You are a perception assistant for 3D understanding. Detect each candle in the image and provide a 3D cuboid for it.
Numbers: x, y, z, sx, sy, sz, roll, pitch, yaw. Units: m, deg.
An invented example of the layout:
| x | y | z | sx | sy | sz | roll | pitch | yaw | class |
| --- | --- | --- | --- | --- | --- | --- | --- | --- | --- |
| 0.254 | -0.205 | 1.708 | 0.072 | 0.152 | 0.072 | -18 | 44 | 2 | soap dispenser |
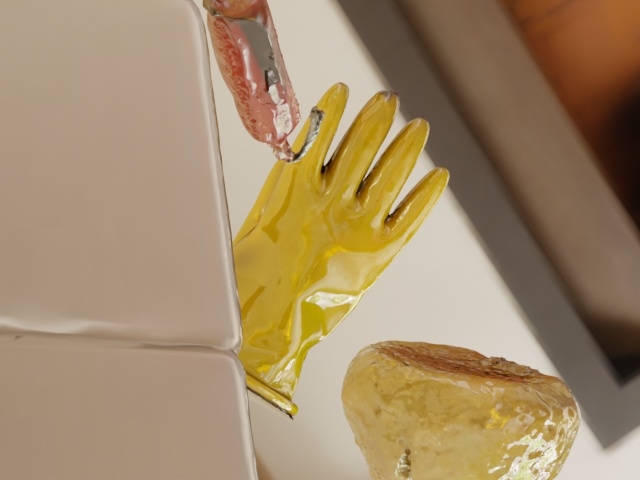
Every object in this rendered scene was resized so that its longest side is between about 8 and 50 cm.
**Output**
| x | y | z | sx | sy | sz | roll | pitch | yaw | class |
| --- | --- | --- | --- | --- | --- | --- | --- | --- | --- |
| -0.034 | -0.102 | 1.212 | 0.053 | 0.048 | 0.162 | 26 | 154 | 28 | candle |

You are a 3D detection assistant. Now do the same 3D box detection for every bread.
| x | y | z | sx | sy | sz | roll | pitch | yaw | class |
| --- | --- | --- | --- | --- | --- | --- | --- | --- | --- |
| 0.132 | 0.178 | 1.913 | 0.244 | 0.244 | 0.134 | -160 | 78 | -76 | bread |

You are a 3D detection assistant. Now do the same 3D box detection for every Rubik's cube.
| x | y | z | sx | sy | sz | roll | pitch | yaw | class |
| --- | --- | --- | --- | --- | --- | --- | --- | --- | --- |
| -0.239 | 0.121 | 0.539 | 0.344 | 0.346 | 0.347 | -32 | 61 | 49 | Rubik's cube |

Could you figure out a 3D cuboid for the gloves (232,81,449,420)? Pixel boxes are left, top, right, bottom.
| x | y | z | sx | sy | sz | roll | pitch | yaw | class |
| --- | --- | --- | --- | --- | --- | --- | --- | --- | --- |
| 0.001 | 0.001 | 1.712 | 0.133 | 0.294 | 0.116 | 32 | 173 | -7 | gloves |
